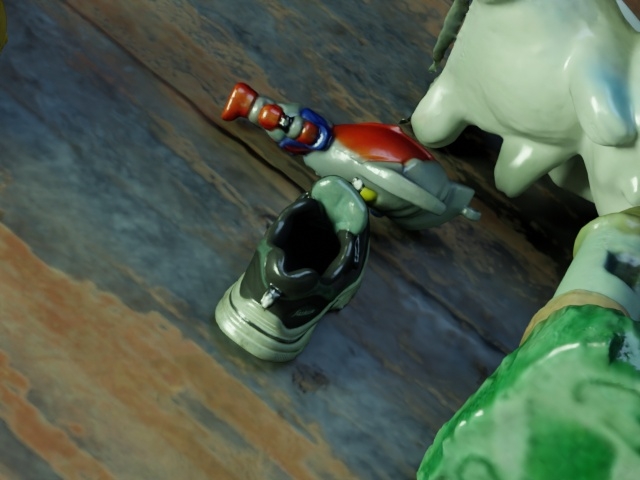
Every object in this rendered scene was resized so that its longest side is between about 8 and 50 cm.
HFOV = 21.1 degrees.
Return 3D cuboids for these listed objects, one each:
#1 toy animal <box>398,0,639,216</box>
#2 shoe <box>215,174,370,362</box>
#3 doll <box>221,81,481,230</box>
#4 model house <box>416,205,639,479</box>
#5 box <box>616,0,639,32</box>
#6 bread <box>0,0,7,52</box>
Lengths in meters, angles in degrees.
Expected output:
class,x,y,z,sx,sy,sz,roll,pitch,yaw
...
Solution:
class,x,y,z,sx,sy,sz,roll,pitch,yaw
toy animal,0.213,-0.106,1.243,0.289,0.249,0.174,50,59,-6
shoe,0.000,0.000,1.088,0.071,0.099,0.169,34,38,4
doll,0.024,-0.057,1.190,0.194,0.104,0.062,25,77,-5
model house,0.248,0.099,1.095,0.267,0.194,0.325,35,35,2
box,0.224,-0.162,1.461,0.154,0.040,0.084,-12,59,-41
bread,-0.279,-0.159,1.069,0.173,0.085,0.134,39,39,7
